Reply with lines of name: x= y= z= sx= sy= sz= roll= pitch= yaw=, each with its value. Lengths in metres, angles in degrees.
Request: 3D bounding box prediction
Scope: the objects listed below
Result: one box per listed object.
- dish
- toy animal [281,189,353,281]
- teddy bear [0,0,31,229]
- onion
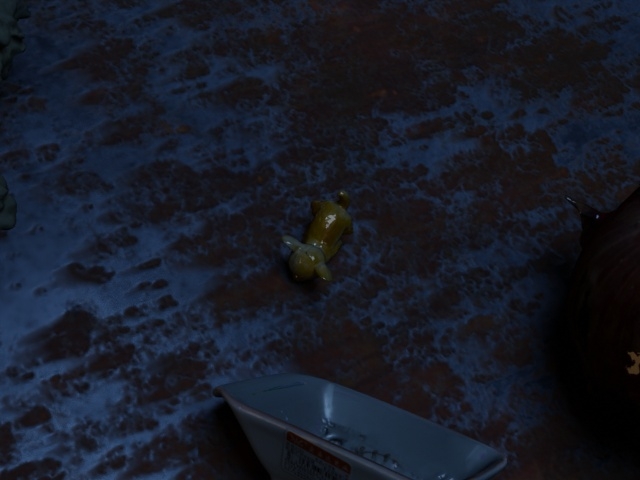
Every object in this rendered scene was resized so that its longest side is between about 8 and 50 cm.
dish: x=0.018 y=0.171 z=0.983 sx=0.234 sy=0.064 sz=0.154 roll=21 pitch=11 yaw=28
toy animal: x=0.000 y=0.000 z=1.128 sx=0.060 sy=0.081 sz=0.083 roll=37 pitch=32 yaw=0
teddy bear: x=-0.383 y=-0.109 z=0.984 sx=0.357 sy=0.224 sz=0.367 roll=37 pitch=37 yaw=6
onion: x=0.394 y=0.043 z=1.122 sx=0.353 sy=0.354 sz=0.354 roll=11 pitch=55 yaw=-16
